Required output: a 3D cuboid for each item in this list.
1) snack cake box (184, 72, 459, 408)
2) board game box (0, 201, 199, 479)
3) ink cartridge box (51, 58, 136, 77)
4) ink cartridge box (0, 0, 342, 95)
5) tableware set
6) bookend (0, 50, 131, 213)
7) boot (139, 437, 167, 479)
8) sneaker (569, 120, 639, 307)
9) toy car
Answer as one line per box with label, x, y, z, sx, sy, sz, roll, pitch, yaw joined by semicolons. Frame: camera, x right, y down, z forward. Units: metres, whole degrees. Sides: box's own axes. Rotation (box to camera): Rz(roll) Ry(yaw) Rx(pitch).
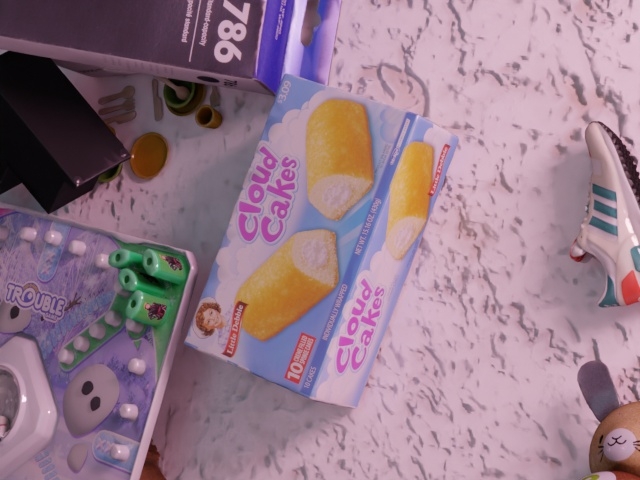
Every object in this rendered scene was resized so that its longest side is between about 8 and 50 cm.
snack cake box;0.000;0.000;1.562;0.152;0.089;0.264;20;90;31
board game box;-0.318;0.161;1.703;0.390;0.050;0.390;14;86;41
ink cartridge box;-0.199;-0.272;1.721;0.148;0.086;0.203;-1;78;47
ink cartridge box;-0.142;-0.235;1.610;0.332;0.065;0.165;9;82;-4
tableware set;-0.165;-0.114;1.722;0.154;0.024;0.104;-13;73;27
bookend;-0.283;-0.088;1.735;0.157;0.072;0.156;49;143;10
boot;-0.178;0.251;1.635;0.084;0.059;0.158;-43;53;19
sneaker;0.234;-0.020;1.446;0.075;0.057;0.161;-24;71;18
toy car;0.243;0.172;1.361;0.155;0.149;0.188;-15;61;38
